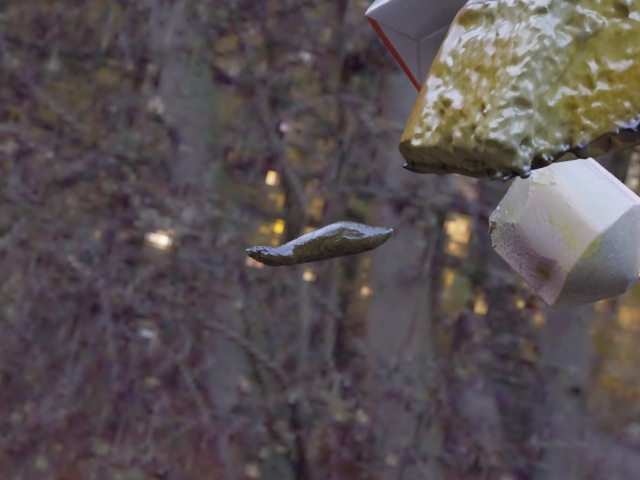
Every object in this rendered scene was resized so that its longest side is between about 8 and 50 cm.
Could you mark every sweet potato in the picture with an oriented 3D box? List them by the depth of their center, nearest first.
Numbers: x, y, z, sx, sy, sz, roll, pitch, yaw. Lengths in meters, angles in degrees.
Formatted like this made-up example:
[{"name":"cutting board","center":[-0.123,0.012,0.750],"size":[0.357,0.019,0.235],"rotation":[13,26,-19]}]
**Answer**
[{"name":"sweet potato","center":[-0.001,0.004,1.662],"size":[0.153,0.038,0.041],"rotation":[-10,-32,-3]}]

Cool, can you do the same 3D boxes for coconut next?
[{"name":"coconut","center":[0.260,-0.006,1.629],"size":[0.153,0.147,0.147],"rotation":[46,10,19]}]

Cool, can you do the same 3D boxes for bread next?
[{"name":"bread","center":[0.187,-0.143,1.300],"size":[0.262,0.162,0.204],"rotation":[-21,10,-25]}]

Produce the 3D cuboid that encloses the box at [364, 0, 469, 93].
[{"name":"box","center":[0.166,-0.275,1.915],"size":[0.182,0.099,0.133],"rotation":[-27,-70,39]}]
